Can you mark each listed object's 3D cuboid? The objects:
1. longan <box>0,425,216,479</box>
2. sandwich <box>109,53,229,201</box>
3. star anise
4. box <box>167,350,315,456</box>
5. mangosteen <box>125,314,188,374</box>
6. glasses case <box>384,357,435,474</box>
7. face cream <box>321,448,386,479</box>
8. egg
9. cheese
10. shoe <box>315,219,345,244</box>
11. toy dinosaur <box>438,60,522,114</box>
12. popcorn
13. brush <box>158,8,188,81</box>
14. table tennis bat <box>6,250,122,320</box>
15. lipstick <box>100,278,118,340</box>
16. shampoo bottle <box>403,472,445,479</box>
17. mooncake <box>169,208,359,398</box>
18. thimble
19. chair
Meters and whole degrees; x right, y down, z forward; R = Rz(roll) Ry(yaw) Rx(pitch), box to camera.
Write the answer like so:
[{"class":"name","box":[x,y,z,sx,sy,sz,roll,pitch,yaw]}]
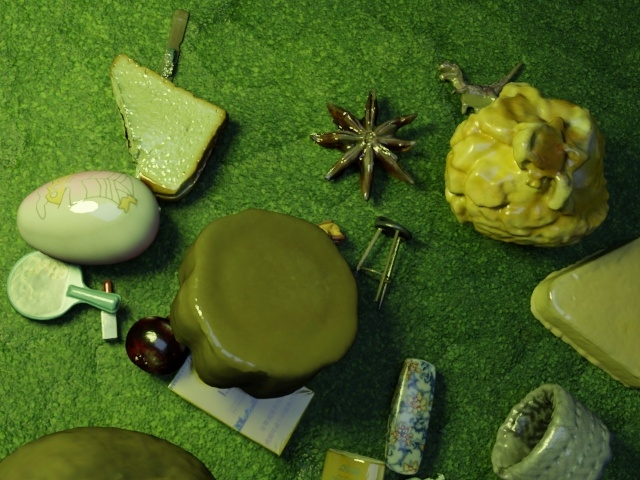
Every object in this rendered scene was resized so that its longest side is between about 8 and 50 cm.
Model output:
[{"class":"longan","box":[-0.391,0.528,1.025,0.435,0.403,0.404,17,73,-36]},{"class":"sandwich","box":[-0.371,-0.239,1.324,0.288,0.099,0.254,30,73,-6]},{"class":"star anise","box":[0.118,-0.231,1.442,0.288,0.088,0.289,0,80,2]},{"class":"box","box":[-0.165,0.317,1.283,0.278,0.041,0.153,33,74,-4]},{"class":"mangosteen","box":[-0.323,0.205,1.237,0.140,0.140,0.140,3,78,-13]},{"class":"glasses case","box":[0.198,0.386,1.341,0.086,0.065,0.248,18,76,-10]},{"class":"face cream","box":[0.047,0.587,1.241,0.139,0.067,0.285,3,73,32]},{"class":"egg","box":[-0.461,-0.048,1.215,0.271,0.196,0.197,10,76,-8]},{"class":"cheese","box":[0.694,0.159,1.486,0.383,0.104,0.384,3,78,-12]},{"class":"shoe","box":[0.002,-0.003,1.374,0.109,0.072,0.069,-24,53,-39]},{"class":"toy dinosaur","box":[0.432,-0.389,1.563,0.251,0.072,0.200,-5,69,-4]},{"class":"popcorn","box":[0.468,-0.162,1.396,0.390,0.353,0.344,48,40,-42]},{"class":"brush","box":[-0.344,-0.462,1.416,0.034,0.027,0.191,13,75,-12]},{"class":"table tennis bat","box":[-0.522,0.101,1.235,0.237,0.038,0.149,16,71,2]},{"class":"lipstick","box":[-0.442,0.142,1.263,0.030,0.030,0.129,-6,74,-14]},{"class":"shampoo bottle","box":[0.184,0.548,1.308,0.195,0.056,0.056,-17,82,-15]},{"class":"mooncake","box":[-0.117,0.128,1.220,0.378,0.201,0.379,16,55,-24]},{"class":"thimble","box":[0.501,0.454,1.320,0.157,0.217,0.246,37,80,-2]},{"class":"chair","box":[0.144,0.043,1.386,0.104,0.095,0.222,26,73,-16]}]
